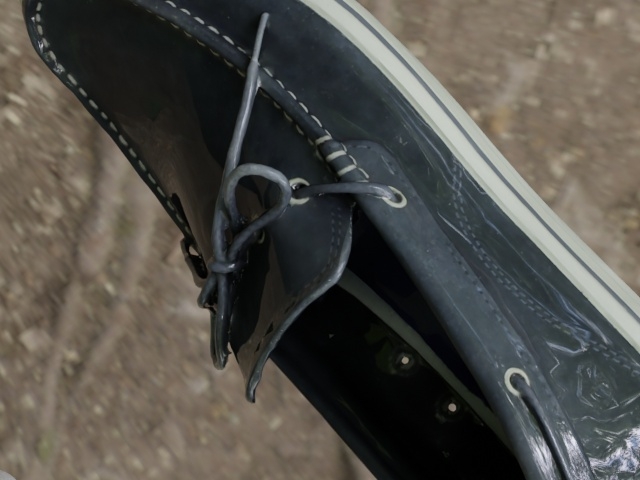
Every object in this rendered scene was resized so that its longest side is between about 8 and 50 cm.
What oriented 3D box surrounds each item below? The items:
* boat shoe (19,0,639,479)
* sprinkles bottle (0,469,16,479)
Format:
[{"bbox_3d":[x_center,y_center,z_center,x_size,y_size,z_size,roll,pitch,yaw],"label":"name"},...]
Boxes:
[{"bbox_3d":[0.000,0.000,1.054,0.500,0.187,0.156,44,54,10],"label":"boat shoe"},{"bbox_3d":[-0.189,0.322,1.239,0.121,0.121,0.355,-24,114,-12],"label":"sprinkles bottle"}]
